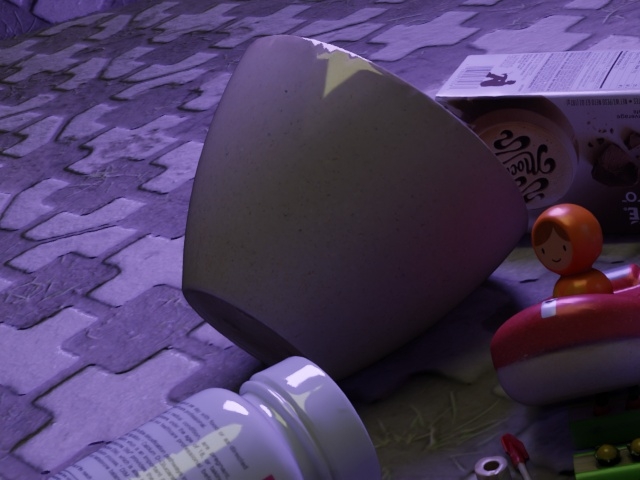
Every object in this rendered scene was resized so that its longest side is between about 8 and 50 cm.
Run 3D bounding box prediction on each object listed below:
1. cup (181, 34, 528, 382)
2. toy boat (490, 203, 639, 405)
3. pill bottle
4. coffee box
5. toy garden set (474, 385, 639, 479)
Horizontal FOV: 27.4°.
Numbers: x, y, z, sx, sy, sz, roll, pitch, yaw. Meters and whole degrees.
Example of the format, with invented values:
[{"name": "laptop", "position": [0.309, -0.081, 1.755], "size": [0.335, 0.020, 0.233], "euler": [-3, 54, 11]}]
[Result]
[{"name": "cup", "position": [0.000, 0.000, 1.273], "size": [0.331, 0.331, 0.237], "euler": [14, 65, 50]}, {"name": "toy boat", "position": [0.219, 0.043, 1.097], "size": [0.151, 0.151, 0.231], "euler": [-17, 4, 25]}, {"name": "pill bottle", "position": [-0.103, 0.213, 1.011], "size": [0.283, 0.160, 0.160], "euler": [-29, 26, -23]}, {"name": "coffee box", "position": [0.289, -0.104, 1.380], "size": [0.297, 0.168, 0.119], "euler": [2, 31, 27]}, {"name": "toy garden set", "position": [0.199, 0.186, 0.995], "size": [0.204, 0.049, 0.244], "euler": [-12, 25, 12]}]
